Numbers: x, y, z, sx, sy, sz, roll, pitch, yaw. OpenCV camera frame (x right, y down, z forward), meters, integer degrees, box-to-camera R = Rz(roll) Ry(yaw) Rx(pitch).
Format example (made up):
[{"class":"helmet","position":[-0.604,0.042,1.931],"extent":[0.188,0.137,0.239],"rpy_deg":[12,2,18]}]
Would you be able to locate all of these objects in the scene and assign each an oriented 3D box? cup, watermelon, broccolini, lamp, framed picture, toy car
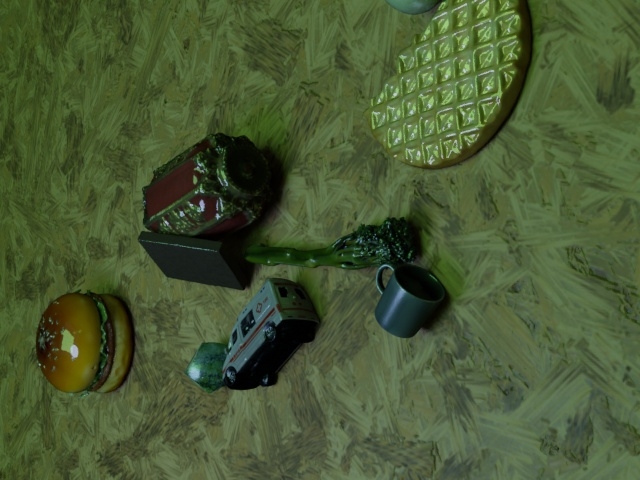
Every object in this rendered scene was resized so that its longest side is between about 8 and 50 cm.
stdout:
[{"class":"cup","position":[0.113,0.078,1.229],"extent":[0.100,0.078,0.077],"rpy_deg":[45,126,25]},{"class":"watermelon","position":[-0.197,0.225,1.607],"extent":[0.092,0.084,0.072],"rpy_deg":[-47,17,-10]},{"class":"broccolini","position":[0.004,0.003,1.390],"extent":[0.392,0.074,0.079],"rpy_deg":[2,129,51]},{"class":"lamp","position":[-0.202,-0.082,1.561],"extent":[0.274,0.177,0.177],"rpy_deg":[-23,69,46]},{"class":"framed picture","position":[-0.225,0.036,1.563],"extent":[0.168,0.128,0.023],"rpy_deg":[8,59,24]},{"class":"toy car","position":[-0.096,0.160,1.467],"extent":[0.209,0.089,0.108],"rpy_deg":[-51,50,32]}]

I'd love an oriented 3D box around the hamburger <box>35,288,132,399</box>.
[{"class":"hamburger","position":[-0.530,0.225,1.919],"extent":[0.246,0.170,0.246],"rpy_deg":[-7,81,47]}]

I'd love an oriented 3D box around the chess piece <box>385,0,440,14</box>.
[{"class":"chess piece","position":[0.162,-0.416,1.176],"extent":[0.251,0.144,0.144],"rpy_deg":[-53,50,39]}]

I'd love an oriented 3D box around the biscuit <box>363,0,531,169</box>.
[{"class":"biscuit","position":[0.177,-0.214,1.208],"extent":[0.309,0.040,0.204],"rpy_deg":[-49,52,36]}]
